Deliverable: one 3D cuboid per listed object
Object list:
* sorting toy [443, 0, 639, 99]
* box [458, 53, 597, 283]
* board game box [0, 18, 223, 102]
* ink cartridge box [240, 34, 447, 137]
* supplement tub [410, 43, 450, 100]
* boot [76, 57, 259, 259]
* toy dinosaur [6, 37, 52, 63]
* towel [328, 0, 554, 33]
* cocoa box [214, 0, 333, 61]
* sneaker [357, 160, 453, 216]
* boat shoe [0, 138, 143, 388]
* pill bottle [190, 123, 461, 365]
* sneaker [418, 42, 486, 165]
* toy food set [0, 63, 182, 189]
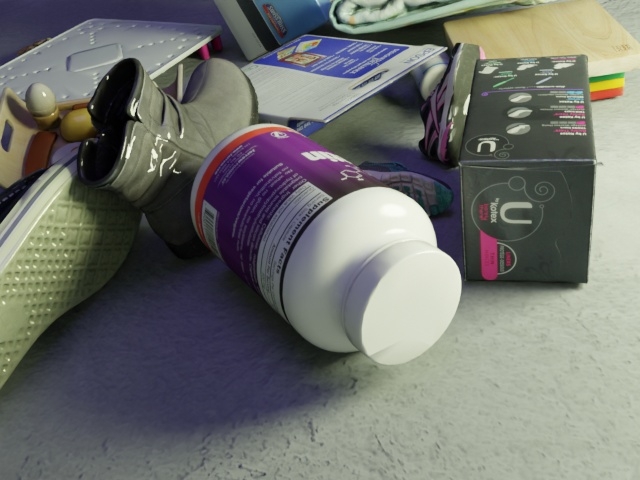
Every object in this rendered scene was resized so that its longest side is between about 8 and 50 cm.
[{"bbox_3d":[0.345,-0.285,1.261,0.255,0.089,0.257,-9,35,4],"label":"sorting toy"},{"bbox_3d":[0.248,-0.093,0.942,0.143,0.165,0.270,1,36,16],"label":"box"},{"bbox_3d":[-0.455,-0.353,1.610,0.390,0.050,0.390,11,40,29],"label":"board game box"},{"bbox_3d":[-0.007,-0.239,1.247,0.307,0.072,0.303,19,42,38],"label":"ink cartridge box"},{"bbox_3d":[0.189,-0.274,1.304,0.071,0.071,0.107,-10,35,1],"label":"supplement tub"},{"bbox_3d":[-0.188,-0.165,1.026,0.118,0.223,0.338,-14,53,21],"label":"boot"},{"bbox_3d":[-0.633,-0.432,1.771,0.092,0.053,0.183,5,38,24],"label":"toy dinosaur"},{"bbox_3d":[0.237,-0.441,1.427,0.374,0.090,0.320,-3,13,23],"label":"towel"},{"bbox_3d":[-0.092,-0.572,1.516,0.228,0.347,0.231,-14,24,42],"label":"cocoa box"},{"bbox_3d":[0.105,-0.080,1.057,0.166,0.065,0.076,13,37,28],"label":"sneaker"},{"bbox_3d":[-0.375,0.034,0.920,0.156,0.187,0.500,12,45,21],"label":"boat shoe"},{"bbox_3d":[0.000,0.000,0.862,0.181,0.181,0.323,-27,38,-23],"label":"pill bottle"},{"bbox_3d":[0.178,-0.199,1.129,0.072,0.178,0.077,15,0,-43],"label":"sneaker"},{"bbox_3d":[-0.373,-0.197,1.281,0.306,0.092,0.220,-9,47,-1],"label":"toy food set"}]
